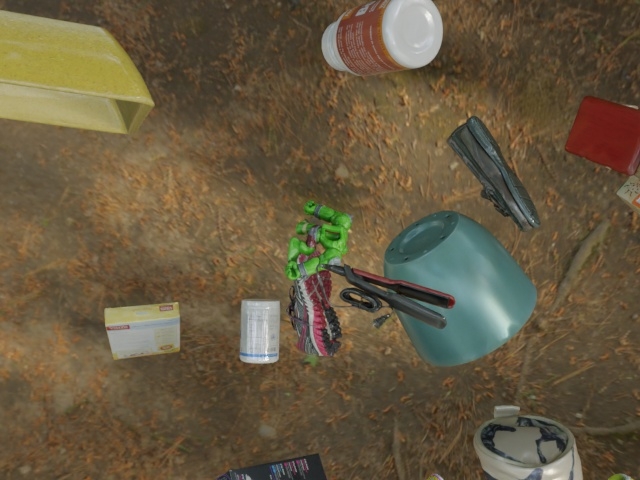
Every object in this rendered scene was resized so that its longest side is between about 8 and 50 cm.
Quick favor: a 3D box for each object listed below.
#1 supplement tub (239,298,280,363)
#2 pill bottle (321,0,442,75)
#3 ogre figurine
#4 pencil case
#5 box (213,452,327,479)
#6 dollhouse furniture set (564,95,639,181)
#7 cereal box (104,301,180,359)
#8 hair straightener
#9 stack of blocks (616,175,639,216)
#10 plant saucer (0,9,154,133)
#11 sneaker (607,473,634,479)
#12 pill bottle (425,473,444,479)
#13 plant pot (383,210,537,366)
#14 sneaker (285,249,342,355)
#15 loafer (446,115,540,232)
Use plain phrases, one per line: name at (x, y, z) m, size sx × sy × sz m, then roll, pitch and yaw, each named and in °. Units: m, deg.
supplement tub at (-0.106, 0.157, 1.223) m, size 0.071 × 0.071 × 0.107 m, roll 1°, pitch 88°, yaw 12°
pill bottle at (0.097, -0.348, 1.202) m, size 0.216 × 0.121 × 0.121 m, roll 11°, pitch 79°, yaw 57°
ogre figurine at (0.000, 0.000, 1.486) m, size 0.118 × 0.197 × 0.097 m, roll 3°, pitch 124°, yaw 20°
pencil case at (0.358, 0.488, 1.158) m, size 0.159 × 0.183 × 0.410 m, roll -13°, pitch 102°, yaw -9°
box at (-0.126, 0.610, 1.639) m, size 0.165 × 0.270 × 0.143 m, roll -41°, pitch 58°, yaw 37°
dollhouse furniture set at (0.367, -0.120, 0.603) m, size 0.152 × 0.374 × 0.201 m, roll 9°, pitch 108°, yaw -28°
cereal box at (-0.435, 0.226, 1.731) m, size 0.173 × 0.240 × 0.047 m, roll -4°, pitch 62°, yaw -14°
hair straightener at (0.094, 0.093, 1.122) m, size 0.230 × 0.047 × 0.089 m, roll 21°, pitch 60°, yaw 9°
stack of blocks at (0.569, -0.052, 0.951) m, size 0.087 × 0.297 × 0.171 m, roll 35°, pitch 104°, yaw -25°
plant saucer at (-0.363, -0.192, 0.779) m, size 0.332 × 0.332 × 0.081 m, roll 5°, pitch 91°, yaw -19°
sneaker at (0.674, 0.654, 1.570) m, size 0.126 × 0.091 × 0.240 m, roll 43°, pitch 65°, yaw -11°
pill bottle at (0.250, 0.583, 1.626) m, size 0.083 × 0.043 × 0.043 m, roll -28°, pitch 71°, yaw -34°
plant pot at (0.270, 0.081, 1.487) m, size 0.293 × 0.293 × 0.235 m, roll -35°, pitch 109°, yaw 3°
sneaker at (-0.037, 0.153, 1.772) m, size 0.112 × 0.121 × 0.299 m, roll -4°, pitch 100°, yaw 33°
loafer at (0.349, -0.124, 1.421) m, size 0.084 × 0.096 × 0.268 m, roll -35°, pitch 69°, yaw 27°
